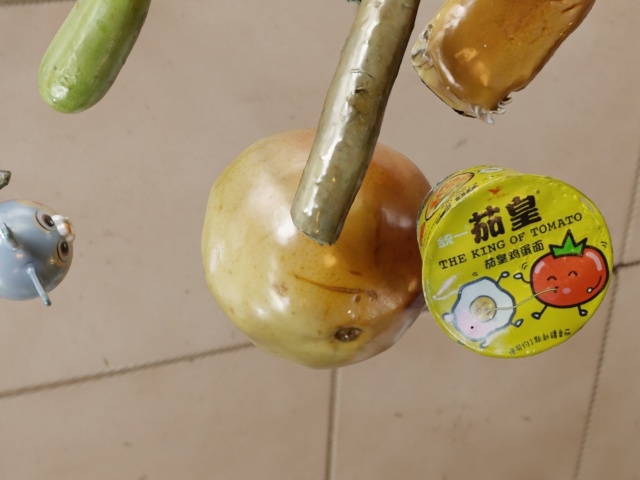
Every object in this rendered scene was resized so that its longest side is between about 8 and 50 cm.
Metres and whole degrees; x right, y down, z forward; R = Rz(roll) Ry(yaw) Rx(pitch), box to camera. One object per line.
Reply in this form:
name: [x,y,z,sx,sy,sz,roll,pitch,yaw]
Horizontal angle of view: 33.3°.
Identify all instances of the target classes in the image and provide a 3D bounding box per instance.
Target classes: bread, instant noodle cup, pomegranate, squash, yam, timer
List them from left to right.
timer: [-0.432,0.010,1.606,0.175,0.255,0.175,5,82,-37]
squash: [-0.344,-0.347,1.716,0.118,0.118,0.370,18,127,-34]
pomegranate: [0.000,0.000,1.330,0.319,0.319,0.319,-13,121,-22]
yam: [0.040,-0.148,1.101,0.071,0.067,0.317,30,76,-57]
instant noodle cup: [0.177,0.007,1.057,0.182,0.144,0.182,-2,106,-6]
bread: [0.223,-0.263,1.256,0.136,0.107,0.241,43,86,-5]

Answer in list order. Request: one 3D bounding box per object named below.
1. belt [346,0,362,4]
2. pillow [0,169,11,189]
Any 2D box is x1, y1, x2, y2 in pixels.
belt: [0.110,-0.486,2.014,0.121,0.151,0.079,9,91,-29]
pillow: [-0.584,-0.063,1.626,0.241,0.093,0.051,-26,133,-3]
